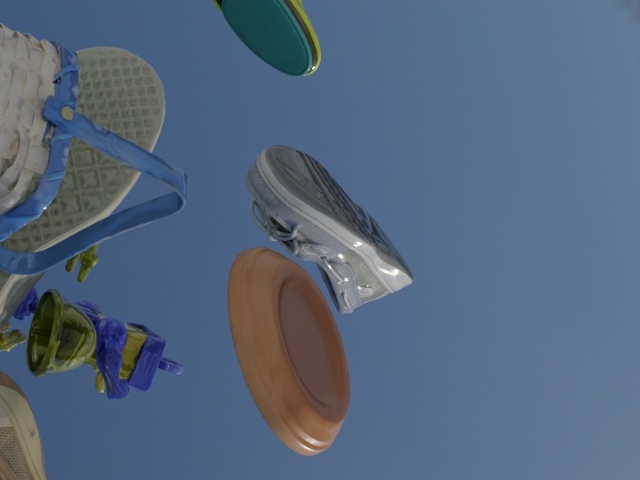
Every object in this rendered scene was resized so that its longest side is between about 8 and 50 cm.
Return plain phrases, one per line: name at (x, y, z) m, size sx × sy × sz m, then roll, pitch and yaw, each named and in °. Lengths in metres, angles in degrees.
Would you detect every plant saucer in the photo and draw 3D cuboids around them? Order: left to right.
plant saucer at (-0.023, 0.097, 1.533) m, size 0.200 × 0.037 × 0.200 m, roll 55°, pitch -156°, yaw -39°

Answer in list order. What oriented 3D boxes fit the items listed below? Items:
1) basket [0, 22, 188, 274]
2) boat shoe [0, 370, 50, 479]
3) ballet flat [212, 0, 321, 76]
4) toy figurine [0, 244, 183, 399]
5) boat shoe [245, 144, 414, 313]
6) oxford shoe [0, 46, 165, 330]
basket at (-0.297, -0.065, 1.473) m, size 0.289 × 0.255 × 0.201 m, roll 27°, pitch -128°, yaw -38°
boat shoe at (-0.312, 0.281, 1.619) m, size 0.110 × 0.121 × 0.341 m, roll -59°, pitch -40°, yaw -48°
ballet flat at (-0.077, -0.250, 1.544) m, size 0.231 × 0.077 × 0.077 m, roll 41°, pitch -136°, yaw -1°
toy figurine at (-0.233, 0.089, 1.893) m, size 0.217 × 0.191 × 0.362 m, roll 30°, pitch 175°, yaw -20°
boat shoe at (-0.001, -0.001, 1.799) m, size 0.118 × 0.103 × 0.320 m, roll 57°, pitch -171°, yaw 28°
oxford shoe at (-0.328, -0.017, 1.701) m, size 0.169 × 0.449 × 0.130 m, roll 38°, pitch 166°, yaw -6°
